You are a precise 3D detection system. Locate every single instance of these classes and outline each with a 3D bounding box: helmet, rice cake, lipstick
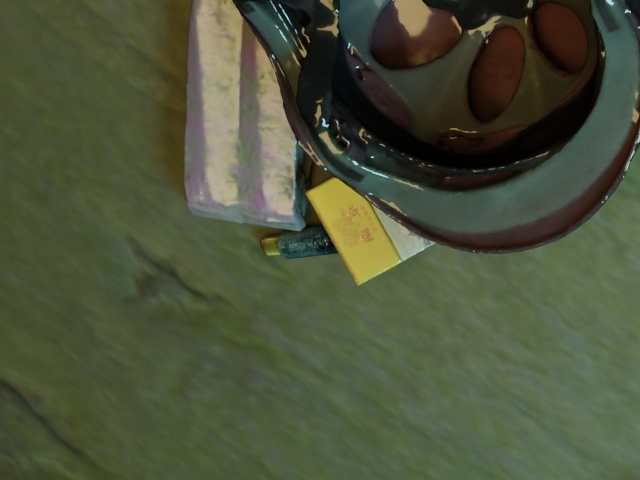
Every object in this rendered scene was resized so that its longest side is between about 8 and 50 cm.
[{"bbox_3d":[0.096,-0.177,0.981,0.271,0.197,0.338,-31,101,32],"label":"helmet"},{"bbox_3d":[-0.052,-0.158,1.114,0.106,0.050,0.297,9,107,15],"label":"rice cake"},{"bbox_3d":[0.000,0.000,1.147,0.116,0.037,0.037,-7,101,24],"label":"lipstick"}]

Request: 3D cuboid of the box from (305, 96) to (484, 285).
[{"bbox_3d":[0.075,-0.039,1.093,0.155,0.023,0.087,-29,96,4],"label":"box"}]
